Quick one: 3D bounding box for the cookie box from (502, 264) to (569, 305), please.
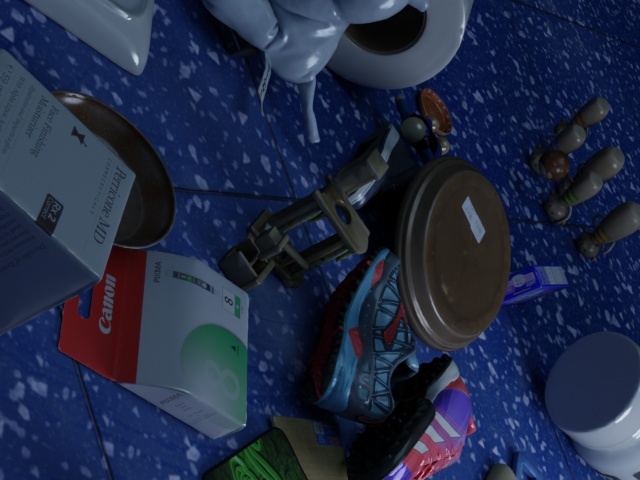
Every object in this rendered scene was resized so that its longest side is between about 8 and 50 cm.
[{"bbox_3d":[0.321,0.070,2.264,0.107,0.092,0.040,2,67,-58],"label":"cookie box"}]

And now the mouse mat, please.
[{"bbox_3d":[-0.043,0.308,1.572,0.152,0.007,0.190,-28,89,-55],"label":"mouse mat"}]

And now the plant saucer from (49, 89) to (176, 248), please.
[{"bbox_3d":[-0.240,-0.068,1.538,0.198,0.036,0.199,31,38,-28],"label":"plant saucer"}]

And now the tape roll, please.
[{"bbox_3d":[0.103,-0.366,2.129,0.246,0.246,0.169,50,32,-20],"label":"tape roll"}]

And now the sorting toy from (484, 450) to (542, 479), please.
[{"bbox_3d":[0.278,0.415,1.956,0.196,0.047,0.348,57,30,-10],"label":"sorting toy"}]

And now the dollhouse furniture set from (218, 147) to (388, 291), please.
[{"bbox_3d":[0.000,0.000,1.728,0.101,0.182,0.161,56,30,-11],"label":"dollhouse furniture set"}]

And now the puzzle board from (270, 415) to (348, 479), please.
[{"bbox_3d":[-0.008,0.253,1.682,0.128,0.011,0.096,16,52,-53],"label":"puzzle board"}]

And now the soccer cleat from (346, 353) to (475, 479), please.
[{"bbox_3d":[0.125,0.247,1.792,0.116,0.108,0.318,60,24,-6],"label":"soccer cleat"}]

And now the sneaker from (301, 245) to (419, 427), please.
[{"bbox_3d":[0.063,0.124,1.789,0.125,0.104,0.262,33,47,-13],"label":"sneaker"}]

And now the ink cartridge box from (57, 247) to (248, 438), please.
[{"bbox_3d":[-0.167,0.084,1.533,0.224,0.056,0.181,39,36,-37],"label":"ink cartridge box"}]

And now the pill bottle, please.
[{"bbox_3d":[0.516,0.298,2.266,0.361,0.204,0.204,38,37,-37],"label":"pill bottle"}]

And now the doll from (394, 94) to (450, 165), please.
[{"bbox_3d":[0.148,-0.163,2.189,0.129,0.046,0.189,64,13,4],"label":"doll"}]

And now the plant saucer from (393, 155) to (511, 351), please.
[{"bbox_3d":[0.194,0.018,2.051,0.278,0.041,0.278,1,89,-52],"label":"plant saucer"}]

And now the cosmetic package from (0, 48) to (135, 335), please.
[{"bbox_3d":[-0.295,-0.041,1.332,0.183,0.151,0.151,44,35,-29],"label":"cosmetic package"}]

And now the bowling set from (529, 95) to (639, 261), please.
[{"bbox_3d":[0.428,-0.120,2.573,0.200,0.154,0.287,7,60,-34],"label":"bowling set"}]

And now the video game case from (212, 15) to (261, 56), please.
[{"bbox_3d":[-0.117,-0.380,2.020,0.196,0.026,0.274,-9,75,-59],"label":"video game case"}]

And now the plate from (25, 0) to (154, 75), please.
[{"bbox_3d":[-0.275,-0.372,1.695,0.278,0.045,0.277,33,52,-42],"label":"plate"}]

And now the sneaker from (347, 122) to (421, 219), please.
[{"bbox_3d":[0.107,-0.058,2.040,0.163,0.086,0.226,53,30,-11],"label":"sneaker"}]

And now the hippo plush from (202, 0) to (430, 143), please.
[{"bbox_3d":[-0.005,-0.338,1.894,0.234,0.236,0.294,30,42,-43],"label":"hippo plush"}]

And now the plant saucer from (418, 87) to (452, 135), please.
[{"bbox_3d":[0.183,-0.206,2.355,0.083,0.013,0.083,38,36,-36],"label":"plant saucer"}]
